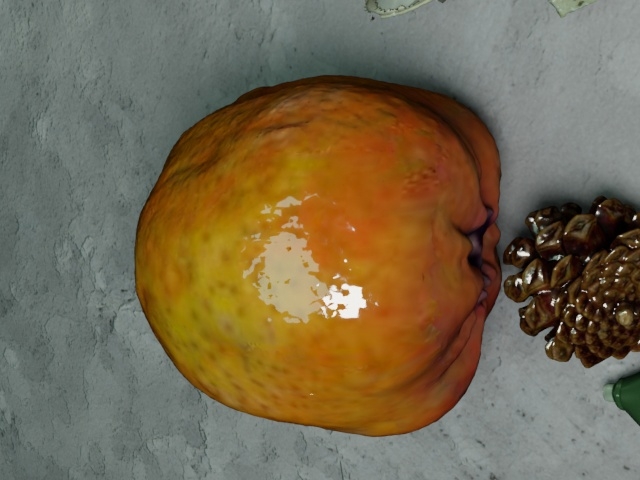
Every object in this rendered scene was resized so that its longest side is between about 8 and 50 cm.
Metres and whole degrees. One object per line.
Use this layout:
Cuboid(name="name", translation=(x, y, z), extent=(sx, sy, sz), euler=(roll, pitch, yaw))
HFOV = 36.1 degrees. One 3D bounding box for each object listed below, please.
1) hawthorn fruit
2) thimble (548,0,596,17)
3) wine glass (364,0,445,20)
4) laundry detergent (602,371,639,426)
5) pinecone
Cuboid(name="hawthorn fruit", translation=(0.000, 0.000, 1.186), extent=(0.472, 0.472, 0.471), euler=(11, 107, 37))
Cuboid(name="thimble", translation=(0.281, -0.314, 1.114), extent=(0.062, 0.084, 0.109), euler=(-24, 80, 40))
Cuboid(name="wine glass", translation=(0.052, -0.458, 1.203), extent=(0.190, 0.190, 0.357), euler=(-39, 77, 38))
Cuboid(name="laundry detergent", translation=(0.432, 0.196, 1.134), extent=(0.211, 0.063, 0.137), euler=(-2, 106, 39))
Cuboid(name="pinecone", translation=(0.302, 0.038, 1.127), extent=(0.208, 0.208, 0.207), euler=(11, 107, 37))
